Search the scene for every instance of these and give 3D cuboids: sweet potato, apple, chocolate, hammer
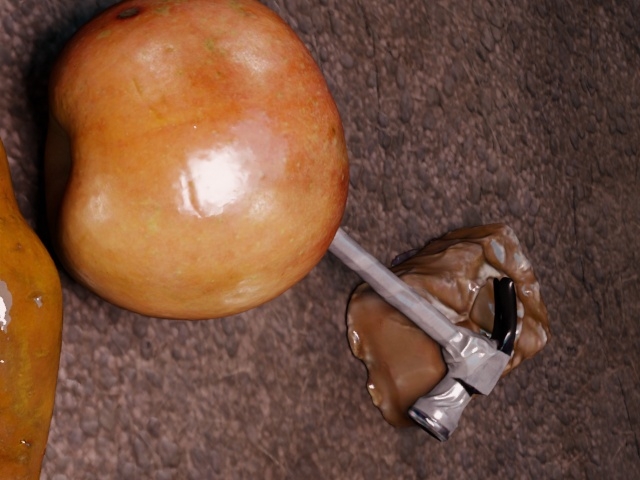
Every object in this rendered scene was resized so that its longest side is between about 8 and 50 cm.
[{"bbox_3d":[-0.237,0.044,1.286,0.112,0.112,0.359,-9,89,-51],"label":"sweet potato"},{"bbox_3d":[-0.106,-0.064,1.376,0.253,0.253,0.253,18,66,-46],"label":"apple"},{"bbox_3d":[0.126,0.077,1.718,0.214,0.093,0.148,-33,103,-49],"label":"chocolate"},{"bbox_3d":[0.000,0.000,1.563,0.427,0.044,0.152,38,84,-19],"label":"hammer"}]
